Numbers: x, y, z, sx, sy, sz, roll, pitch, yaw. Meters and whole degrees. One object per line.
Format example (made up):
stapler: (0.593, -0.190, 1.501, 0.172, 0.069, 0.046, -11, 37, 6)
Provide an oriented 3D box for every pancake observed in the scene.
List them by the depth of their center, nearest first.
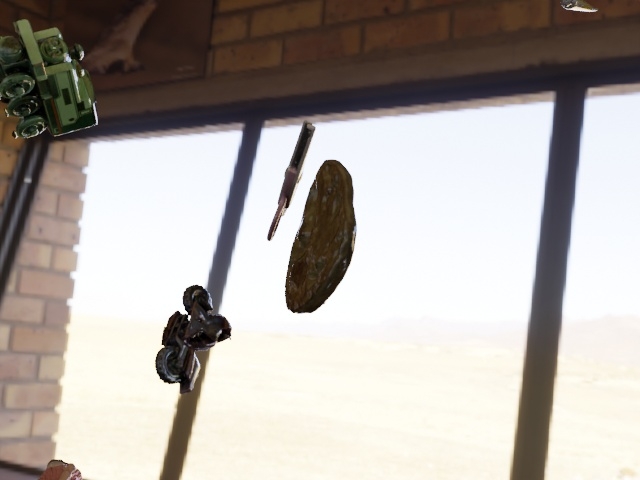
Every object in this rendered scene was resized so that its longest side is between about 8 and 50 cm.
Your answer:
pancake: (0.000, 0.000, 1.558, 0.049, 0.295, 0.294, 14, -10, -20)

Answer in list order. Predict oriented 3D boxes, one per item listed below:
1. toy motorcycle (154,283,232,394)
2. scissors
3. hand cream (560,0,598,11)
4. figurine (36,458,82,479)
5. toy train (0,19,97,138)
toy motorcycle: (-0.224, 0.180, 1.500, 0.082, 0.213, 0.122, -28, -61, 35)
scissors: (-0.033, -0.073, 0.992, 0.022, 0.085, 0.176, 24, -41, 2)
hand cream: (0.366, -0.336, 1.208, 0.035, 0.022, 0.102, 15, 14, 30)
figurine: (-0.236, 0.235, 0.761, 0.054, 0.072, 0.129, 36, -1, -10)
toy train: (-0.153, -0.088, 0.469, 0.053, 0.033, 0.083, -19, -17, -16)
